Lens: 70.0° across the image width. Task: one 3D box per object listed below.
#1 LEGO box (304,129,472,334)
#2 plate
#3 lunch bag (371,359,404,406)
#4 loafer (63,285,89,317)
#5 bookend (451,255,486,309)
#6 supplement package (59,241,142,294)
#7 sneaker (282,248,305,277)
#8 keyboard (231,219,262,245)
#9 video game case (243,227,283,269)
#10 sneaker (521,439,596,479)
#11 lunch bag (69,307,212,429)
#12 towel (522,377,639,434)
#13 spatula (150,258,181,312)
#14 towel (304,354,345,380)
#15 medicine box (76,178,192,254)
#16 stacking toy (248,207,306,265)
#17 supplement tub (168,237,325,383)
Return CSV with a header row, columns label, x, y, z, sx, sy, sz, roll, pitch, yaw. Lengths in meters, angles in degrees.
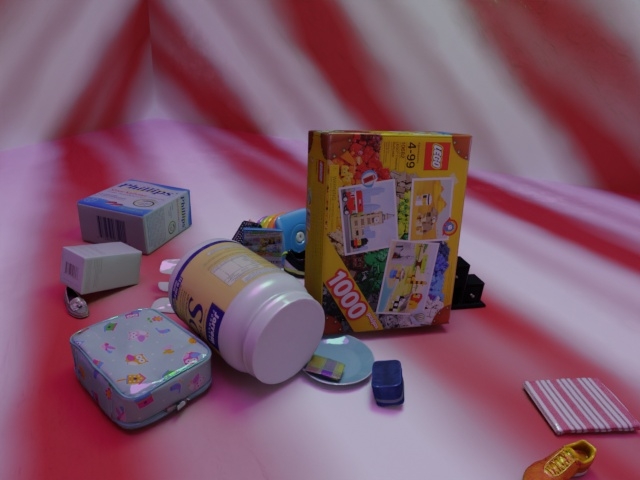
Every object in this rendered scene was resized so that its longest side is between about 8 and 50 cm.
label,x,y,z,sx,sy,sz,roll,pitch,yaw
LEGO box,0.160,-0.031,1.204,0.371,0.501,0.193,-3,17,-15
plate,0.036,0.284,1.087,0.187,0.024,0.188,4,26,-2
lunch bag,0.148,0.312,1.001,0.067,0.065,0.098,-6,23,14
loafer,-0.648,0.161,1.204,0.045,0.039,0.125,-17,33,-41
bookend,0.420,0.119,1.356,0.157,0.157,0.072,-1,25,-15
supplement package,-0.611,0.073,1.279,0.105,0.105,0.179,18,14,29
sneaker,-0.007,0.067,1.457,0.234,0.097,0.084,0,26,-10
keyboard,-0.255,0.015,1.500,0.108,0.023,0.180,15,63,22
video game case,-0.178,0.041,1.399,0.119,0.167,0.015,2,25,-7
sneaker,0.434,0.411,0.837,0.175,0.068,0.064,-13,32,-30
lunch bag,-0.370,0.257,0.969,0.279,0.108,0.224,24,28,34
towel,0.570,0.366,1.010,0.196,0.029,0.144,-1,25,-6
spatula,-0.335,0.128,1.274,0.241,0.019,0.168,3,51,-3
towel,0.011,0.287,1.035,0.083,0.010,0.060,12,25,13
medicine box,-0.647,-0.093,1.624,0.263,0.149,0.289,11,26,12
stacking toy,-0.170,-0.029,1.611,0.301,0.175,0.165,9,22,44
supplement tub,-0.175,0.155,1.067,0.240,0.241,0.331,-18,33,-40
